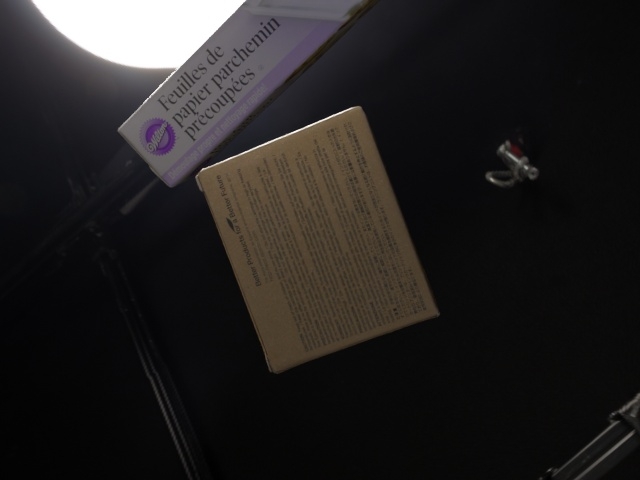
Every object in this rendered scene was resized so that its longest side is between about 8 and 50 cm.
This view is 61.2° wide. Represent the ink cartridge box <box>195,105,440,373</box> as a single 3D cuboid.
[{"bbox_3d":[0.000,0.000,0.601,0.193,0.088,0.235,-20,-88,9],"label":"ink cartridge box"}]

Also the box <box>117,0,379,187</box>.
[{"bbox_3d":[-0.017,-0.172,0.417,0.324,0.067,0.063,-40,-83,12],"label":"box"}]
